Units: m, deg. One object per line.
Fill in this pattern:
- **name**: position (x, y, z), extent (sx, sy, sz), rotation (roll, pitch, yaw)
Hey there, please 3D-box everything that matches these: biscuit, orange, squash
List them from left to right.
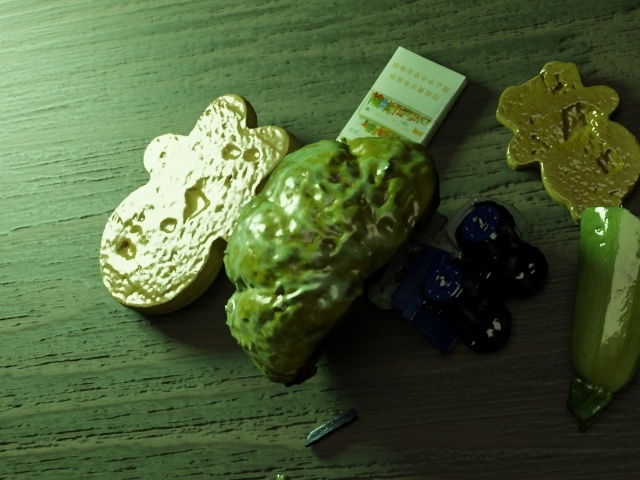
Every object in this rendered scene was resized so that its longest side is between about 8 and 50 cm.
- **biscuit**: position (-0.185, -0.047, 1.643), extent (0.275, 0.052, 0.355), rotation (35, 89, 35)
- **orange**: position (0.000, 0.000, 1.455), extent (0.210, 0.271, 0.369), rotation (39, 86, -9)
- **biscuit**: position (0.359, -0.138, 1.568), extent (0.184, 0.035, 0.249), rotation (-34, 67, 1)
- **squash**: position (0.389, 0.107, 1.431), extent (0.137, 0.137, 0.288), rotation (5, 78, 16)

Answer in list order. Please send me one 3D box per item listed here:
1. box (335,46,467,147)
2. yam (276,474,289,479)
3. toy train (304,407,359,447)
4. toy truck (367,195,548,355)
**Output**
- **box**: position (0.111, -0.174, 1.646), extent (0.122, 0.032, 0.220), rotation (30, 79, 21)
- **yam**: position (-0.052, 0.373, 1.490), extent (0.021, 0.021, 0.116), rotation (-4, 68, 13)
- **toy train**: position (0.012, 0.257, 1.519), extent (0.083, 0.017, 0.017), rotation (-30, 64, 2)
- **toy truck**: position (0.185, 0.038, 1.501), extent (0.177, 0.161, 0.213), rotation (24, 76, 45)
